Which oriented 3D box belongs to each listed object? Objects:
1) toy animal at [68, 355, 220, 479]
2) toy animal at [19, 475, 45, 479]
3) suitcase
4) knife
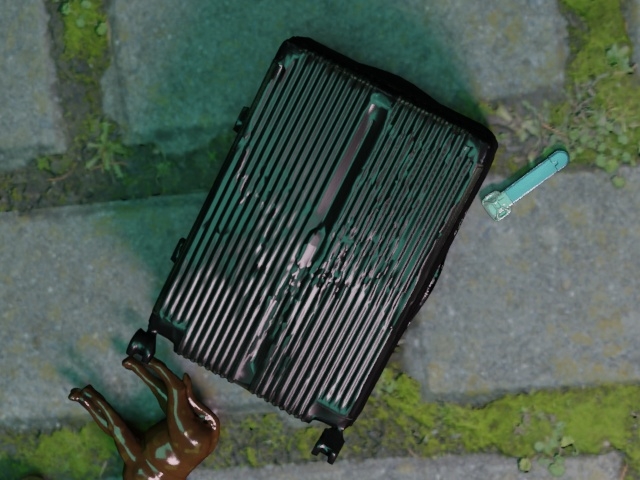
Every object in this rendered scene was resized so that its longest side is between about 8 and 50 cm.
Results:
[{"bbox_3d":[-0.187,0.247,1.520,0.224,0.066,0.230,-30,98,13],"label":"toy animal"},{"bbox_3d":[-0.364,0.315,1.540,0.233,0.121,0.169,30,114,7],"label":"toy animal"},{"bbox_3d":[0.000,0.000,1.401,0.229,0.152,0.335,27,102,3],"label":"suitcase"},{"bbox_3d":[0.198,-0.055,1.432,0.096,0.010,0.027,-37,91,11],"label":"knife"}]
